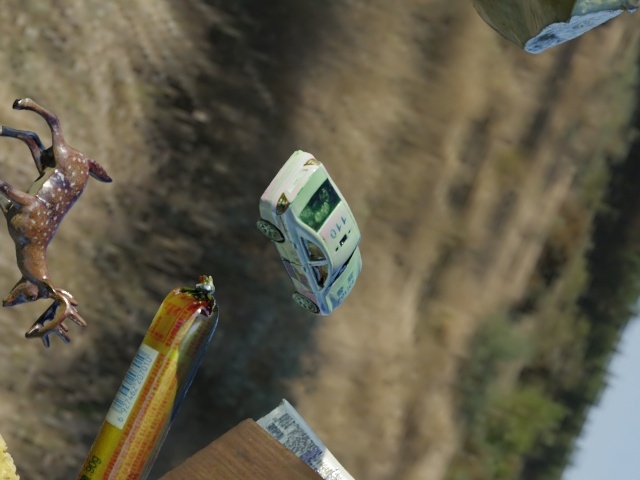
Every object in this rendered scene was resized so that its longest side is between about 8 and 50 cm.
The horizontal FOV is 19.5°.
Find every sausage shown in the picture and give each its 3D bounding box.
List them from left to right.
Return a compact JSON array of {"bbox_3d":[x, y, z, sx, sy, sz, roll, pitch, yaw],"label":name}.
[{"bbox_3d":[-0.207,0.206,2.078,0.082,0.082,0.371,44,71,-83],"label":"sausage"}]

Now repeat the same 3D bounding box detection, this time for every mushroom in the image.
[{"bbox_3d":[0.167,-0.195,1.411,0.333,0.087,0.107,-113,-163,-67],"label":"mushroom"}]

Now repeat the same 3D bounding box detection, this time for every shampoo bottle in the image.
[{"bbox_3d":[-0.003,0.196,1.542,0.049,0.141,0.034,-33,158,-30],"label":"shampoo bottle"}]

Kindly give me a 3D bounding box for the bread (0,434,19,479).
[{"bbox_3d":[-0.436,0.216,2.021,0.121,0.245,0.174,-27,-174,34],"label":"bread"}]

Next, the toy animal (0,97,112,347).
[{"bbox_3d":[-0.348,-0.024,2.352,0.087,0.260,0.243,-2,-135,53],"label":"toy animal"}]

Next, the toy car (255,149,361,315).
[{"bbox_3d":[0.000,0.000,2.068,0.090,0.076,0.224,-55,144,-24],"label":"toy car"}]

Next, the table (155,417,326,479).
[{"bbox_3d":[-0.036,0.247,1.052,0.172,0.193,0.169,-32,136,-25],"label":"table"}]
